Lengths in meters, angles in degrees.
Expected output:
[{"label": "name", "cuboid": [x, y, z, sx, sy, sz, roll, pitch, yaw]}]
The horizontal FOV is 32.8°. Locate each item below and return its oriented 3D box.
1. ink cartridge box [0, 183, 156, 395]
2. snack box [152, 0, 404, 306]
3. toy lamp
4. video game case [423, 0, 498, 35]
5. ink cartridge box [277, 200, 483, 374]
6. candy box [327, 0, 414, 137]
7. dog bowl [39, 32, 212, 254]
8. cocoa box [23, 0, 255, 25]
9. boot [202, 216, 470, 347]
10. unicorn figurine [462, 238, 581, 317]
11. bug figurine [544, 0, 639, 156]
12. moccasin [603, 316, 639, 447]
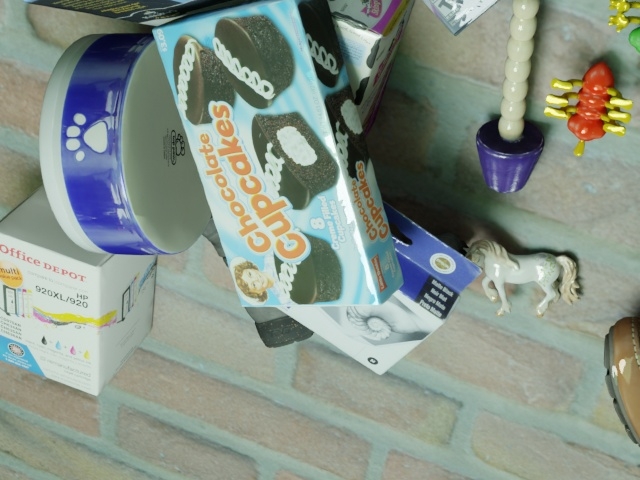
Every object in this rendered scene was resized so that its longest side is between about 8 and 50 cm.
[{"label": "ink cartridge box", "cuboid": [-0.343, 0.059, 1.527, 0.171, 0.168, 0.232, 18, 126, 13]}, {"label": "snack box", "cuboid": [-0.042, -0.085, 1.126, 0.187, 0.060, 0.321, -3, 112, 37]}, {"label": "toy lamp", "cuboid": [0.211, -0.171, 1.177, 0.080, 0.080, 0.274, 11, 133, 17]}, {"label": "video game case", "cuboid": [0.121, -0.372, 1.128, 0.274, 0.026, 0.196, 45, 128, -11]}, {"label": "ink cartridge box", "cuboid": [0.037, 0.041, 1.252, 0.223, 0.045, 0.224, 33, 140, -4]}, {"label": "candy box", "cuboid": [0.033, -0.183, 1.191, 0.071, 0.159, 0.233, 23, 136, 6]}, {"label": "dog bowl", "cuboid": [-0.216, -0.114, 1.295, 0.104, 0.265, 0.264, 2, 123, 20]}, {"label": "cocoa box", "cuboid": [-0.101, -0.358, 1.041, 0.347, 0.228, 0.231, -7, 90, 33]}, {"label": "boot", "cuboid": [0.000, 0.000, 1.379, 0.338, 0.118, 0.222, -21, 106, 28]}, {"label": "unicorn figurine", "cuboid": [0.235, 0.043, 1.330, 0.162, 0.060, 0.111, -10, 125, -6]}, {"label": "bug figurine", "cuboid": [0.387, -0.156, 1.126, 0.279, 0.072, 0.216, 21, 122, 15]}, {"label": "moccasin", "cuboid": [0.473, 0.231, 1.305, 0.147, 0.139, 0.380, -30, 107, 35]}]
